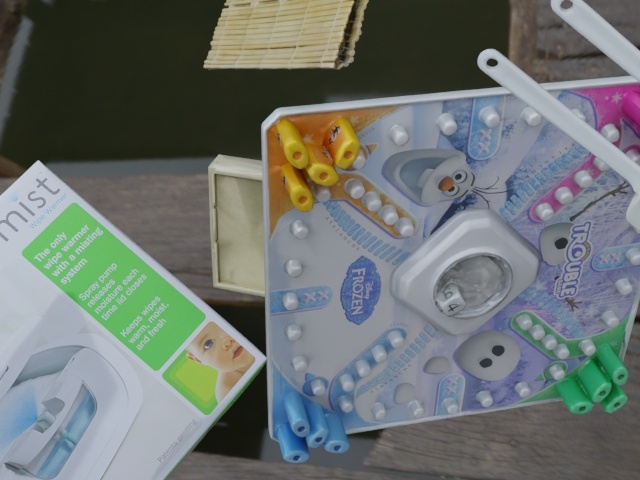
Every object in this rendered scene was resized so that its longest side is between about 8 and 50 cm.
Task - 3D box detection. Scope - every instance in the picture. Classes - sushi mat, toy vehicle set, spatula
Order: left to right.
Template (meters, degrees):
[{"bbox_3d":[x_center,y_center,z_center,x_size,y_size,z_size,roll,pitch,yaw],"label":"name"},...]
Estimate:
[{"bbox_3d":[-0.031,-0.238,0.933,0.316,0.019,0.151,20,90,61],"label":"sushi mat"},{"bbox_3d":[0.000,0.000,1.111,0.266,0.035,0.166,10,120,13],"label":"toy vehicle set"},{"bbox_3d":[0.235,-0.093,0.635,0.168,0.242,0.019,-46,18,36],"label":"spatula"}]

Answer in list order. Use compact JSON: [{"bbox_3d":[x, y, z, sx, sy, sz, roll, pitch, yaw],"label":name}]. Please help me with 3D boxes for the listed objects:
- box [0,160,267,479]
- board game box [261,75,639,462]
[{"bbox_3d":[-0.213,0.119,0.702,0.231,0.127,0.262,42,70,2],"label":"box"},{"bbox_3d":[0.144,0.042,0.893,0.389,0.390,0.050,-7,37,-10],"label":"board game box"}]
